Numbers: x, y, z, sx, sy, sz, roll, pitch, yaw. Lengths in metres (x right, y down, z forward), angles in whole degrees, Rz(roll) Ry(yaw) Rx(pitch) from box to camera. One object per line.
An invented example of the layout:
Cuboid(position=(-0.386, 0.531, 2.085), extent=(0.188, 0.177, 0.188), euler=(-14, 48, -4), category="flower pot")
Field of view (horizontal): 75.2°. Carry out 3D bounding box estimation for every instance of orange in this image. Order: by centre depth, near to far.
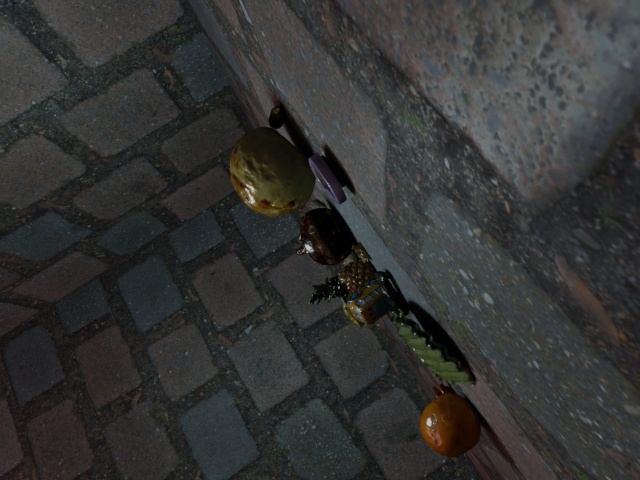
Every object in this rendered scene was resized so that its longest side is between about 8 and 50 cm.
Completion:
Cuboid(position=(0.520, 0.742, 1.675), extent=(0.240, 0.240, 0.240), euler=(57, 177, 5), category="orange")

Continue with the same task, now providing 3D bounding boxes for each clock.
Cuboid(position=(0.026, -0.215, 1.346), extent=(0.172, 0.064, 0.198), euler=(59, 176, -36), category="clock")

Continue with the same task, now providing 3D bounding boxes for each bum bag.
Cuboid(position=(0.283, 0.212, 1.661), extent=(0.232, 0.060, 0.107), euler=(59, 175, -20), category="bum bag")

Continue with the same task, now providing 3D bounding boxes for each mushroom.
Cuboid(position=(0.177, 0.143, 2.254), extent=(0.270, 0.103, 0.118), euler=(66, 173, -31), category="mushroom")

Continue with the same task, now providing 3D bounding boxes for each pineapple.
Cuboid(position=(0.099, 0.210, 1.943), extent=(0.169, 0.341, 0.169), euler=(61, 176, 8), category="pineapple")

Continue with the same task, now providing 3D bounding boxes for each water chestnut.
Cuboid(position=(0.000, 0.000, 1.989), extent=(0.300, 0.300, 0.300), euler=(57, 177, 5), category="water chestnut")

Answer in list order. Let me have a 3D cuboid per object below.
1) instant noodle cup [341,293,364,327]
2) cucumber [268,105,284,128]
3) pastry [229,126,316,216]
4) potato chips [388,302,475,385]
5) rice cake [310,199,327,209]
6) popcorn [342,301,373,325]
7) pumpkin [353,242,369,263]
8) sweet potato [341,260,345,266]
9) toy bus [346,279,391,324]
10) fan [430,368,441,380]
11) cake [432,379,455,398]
Cuboid(position=(0.217, 0.287, 2.112), extent=(0.264, 0.200, 0.264), euler=(57, 178, 4), category="instant noodle cup")
Cuboid(position=(-0.175, -0.497, 1.670), extent=(0.069, 0.069, 0.227), euler=(58, 173, -6), category="cucumber")
Cuboid(position=(-0.205, -0.274, 1.733), extent=(0.388, 0.312, 0.388), euler=(43, -175, -4), category="pastry")
Cuboid(position=(0.370, 0.372, 1.478), extent=(0.358, 0.070, 0.429), euler=(49, 172, 9), category="potato chips")
Cuboid(position=(-0.008, -0.180, 2.286), extent=(0.057, 0.052, 0.256), euler=(55, 178, -18), category="rice cake")
Cuboid(position=(0.241, 0.384, 2.468), extent=(0.276, 0.225, 0.276), euler=(53, 178, 3), category="popcorn")
Cuboid(position=(0.187, 0.055, 1.848), extent=(0.101, 0.035, 0.073), euler=(60, 166, 11), category="pumpkin")
Cuboid(position=(0.182, 0.160, 2.531), extent=(0.243, 0.077, 0.077), euler=(57, 177, 26), category="sweet potato")
Cuboid(position=(0.229, 0.266, 1.775), extent=(0.126, 0.209, 0.136), euler=(60, 166, -20), category="toy bus")
Cuboid(position=(0.554, 0.638, 2.112), extent=(0.038, 0.016, 0.193), euler=(63, 173, -33), category="fan")
Cuboid(position=(0.610, 0.781, 1.911), extent=(0.287, 0.098, 0.135), euler=(58, 177, -13), category="cake")
